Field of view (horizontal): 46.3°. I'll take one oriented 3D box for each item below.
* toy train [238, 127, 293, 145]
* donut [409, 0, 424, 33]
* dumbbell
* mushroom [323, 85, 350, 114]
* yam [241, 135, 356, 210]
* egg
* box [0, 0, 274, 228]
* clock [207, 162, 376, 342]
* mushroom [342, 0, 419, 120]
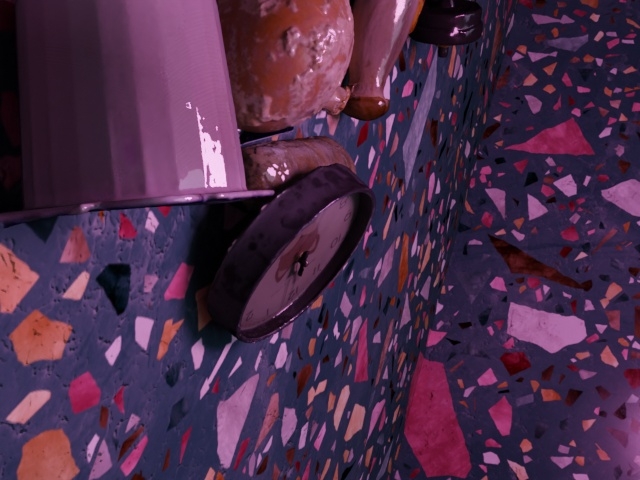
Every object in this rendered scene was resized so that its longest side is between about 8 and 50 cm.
[{"bbox_3d":[-0.098,-0.174,1.134,0.207,0.047,0.043,-33,128,-62],"label":"toy train"},{"bbox_3d":[0.169,-0.535,1.598,0.141,0.085,0.217,54,51,-64],"label":"donut"},{"bbox_3d":[0.302,-0.622,1.764,0.185,0.185,0.388,-53,148,-50],"label":"dumbbell"},{"bbox_3d":[-0.002,-0.280,1.336,0.202,0.055,0.059,28,76,-65],"label":"mushroom"},{"bbox_3d":[-0.048,-0.108,1.211,0.330,0.133,0.133,-13,113,-64],"label":"yam"},{"bbox_3d":[-0.061,-0.254,0.979,0.245,0.204,0.203,-66,158,-14],"label":"egg"},{"bbox_3d":[-0.177,-0.126,0.671,0.291,0.263,0.206,-175,-102,-75],"label":"box"},{"bbox_3d":[-0.038,0.024,1.182,0.325,0.067,0.325,-43,160,-19],"label":"clock"},{"bbox_3d":[0.114,-0.407,1.460,0.128,0.129,0.349,-1,105,-70],"label":"mushroom"}]
